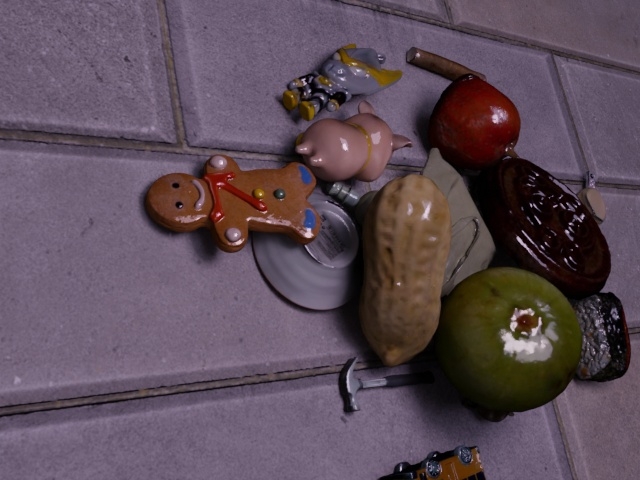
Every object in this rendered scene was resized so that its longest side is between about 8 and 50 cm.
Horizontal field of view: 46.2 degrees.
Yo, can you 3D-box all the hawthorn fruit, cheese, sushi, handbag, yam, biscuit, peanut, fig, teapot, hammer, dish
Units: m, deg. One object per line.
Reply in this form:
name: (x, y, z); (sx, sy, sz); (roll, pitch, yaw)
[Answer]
hawthorn fruit: (0.378, -0.263, 1.784); (0.249, 0.215, 0.215); (37, 44, 24)
cheese: (0.770, -0.123, 2.145); (0.092, 0.047, 0.171); (8, 67, -37)
sushi: (0.688, 0.240, 1.874); (0.126, 0.136, 0.225); (1, 75, -30)
handbag: (0.281, -0.012, 1.661); (0.253, 0.109, 0.316); (-52, 122, -36)
yam: (0.335, -0.447, 1.956); (0.264, 0.046, 0.046); (11, 65, -32)
biscuit: (-0.154, -0.073, 1.370); (0.324, 0.049, 0.205); (2, 58, -17)
peanut: (0.157, 0.061, 1.460); (0.169, 0.192, 0.387); (5, 104, -1)
fig: (0.374, 0.213, 1.538); (0.316, 0.316, 0.316); (15, 63, -32)
teapot: (0.366, 0.358, 1.624); (0.121, 0.068, 0.076); (10, 26, -8)
biscuit: (0.556, -0.042, 1.836); (0.407, 0.091, 0.407); (26, 41, -25)
hammer: (0.140, 0.279, 1.512); (0.246, 0.029, 0.103); (0, 72, -39)
dish: (0.000, 0.000, 1.471); (0.260, 0.085, 0.260); (14, 61, -26)

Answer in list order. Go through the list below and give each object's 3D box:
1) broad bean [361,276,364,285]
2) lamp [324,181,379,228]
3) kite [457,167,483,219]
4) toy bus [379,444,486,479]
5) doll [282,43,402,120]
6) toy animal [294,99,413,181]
broad bean: (0.192, 0.130, 1.603); (0.297, 0.043, 0.060); (33, 76, -21)
lamp: (0.080, -0.083, 1.590); (0.163, 0.091, 0.091); (31, 54, -6)
kite: (0.361, -0.113, 1.850); (0.204, 0.022, 0.360); (47, 52, -14)
toy bus: (0.221, 0.471, 1.445); (0.201, 0.098, 0.114); (-5, 74, -40)
doll: (0.043, -0.360, 1.667); (0.316, 0.145, 0.103); (-39, 130, -35)
toy animal: (0.050, -0.193, 1.562); (0.248, 0.149, 0.165); (-24, 68, -40)
